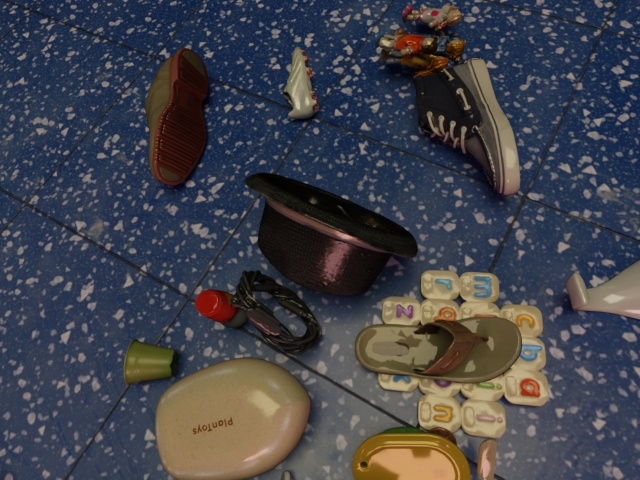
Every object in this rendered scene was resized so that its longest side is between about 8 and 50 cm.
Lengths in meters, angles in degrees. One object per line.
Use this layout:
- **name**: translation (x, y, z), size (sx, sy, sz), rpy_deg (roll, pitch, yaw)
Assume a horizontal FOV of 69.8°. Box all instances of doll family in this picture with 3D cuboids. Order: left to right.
- **doll family**: translation (0.245, -0.453, 1.069), size (0.163, 0.118, 0.263), rpy_deg (20, 52, 23)

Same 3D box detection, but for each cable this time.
- **cable**: translation (-0.076, 0.129, 0.829), size (0.185, 0.150, 0.047), rpy_deg (35, 108, -15)

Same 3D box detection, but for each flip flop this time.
- **flip flop**: translation (0.194, 0.176, 0.771), size (0.278, 0.080, 0.112), rpy_deg (-1, 66, 11)

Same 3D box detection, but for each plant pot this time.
- **plant pot**: translation (-0.310, 0.226, 0.852), size (0.079, 0.083, 0.083), rpy_deg (2, 66, -4)

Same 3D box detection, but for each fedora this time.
- **fedora**: translation (0.000, 0.000, 0.834), size (0.334, 0.334, 0.152), rpy_deg (25, 102, 18)

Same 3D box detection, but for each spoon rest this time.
- **spoon rest**: translation (0.551, 0.087, 0.794), size (0.277, 0.084, 0.137), rpy_deg (-1, 66, -7)

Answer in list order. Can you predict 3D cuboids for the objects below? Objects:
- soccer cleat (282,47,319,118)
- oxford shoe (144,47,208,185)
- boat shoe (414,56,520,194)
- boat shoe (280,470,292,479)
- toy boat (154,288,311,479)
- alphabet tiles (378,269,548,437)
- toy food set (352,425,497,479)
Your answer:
- **soccer cleat**: translation (-0.056, -0.375, 1.088), size (0.076, 0.068, 0.196), rpy_deg (-12, 68, 6)
- **oxford shoe**: translation (-0.351, -0.279, 1.080), size (0.130, 0.123, 0.347), rpy_deg (-11, 63, 33)
- **boat shoe**: translation (0.291, -0.226, 0.950), size (0.158, 0.127, 0.340), rpy_deg (-11, 57, 10)
- **boat shoe**: translation (-0.048, 0.429, 0.743), size (0.035, 0.035, 0.100), rpy_deg (8, 60, -18)
- **toy boat**: translation (-0.152, 0.239, 0.795), size (0.268, 0.148, 0.317), rpy_deg (-12, 72, 8)
- **alphabet tiles**: translation (0.246, 0.190, 0.811), size (0.278, 0.021, 0.283), rpy_deg (2, 66, 12)
- **toy food set**: translation (0.163, 0.352, 0.730), size (0.218, 0.071, 0.128), rpy_deg (-4, 97, 12)
